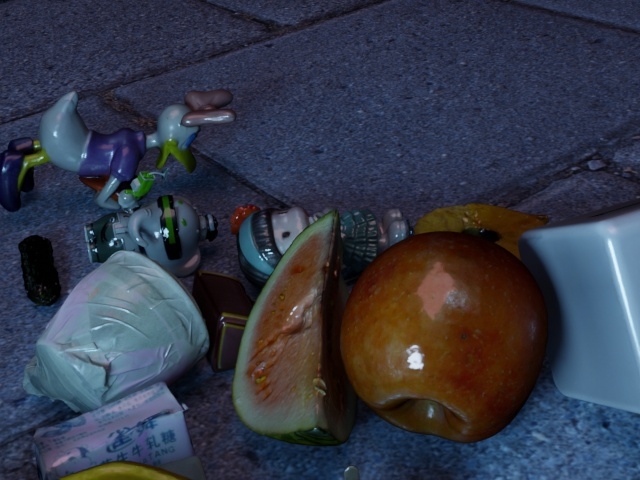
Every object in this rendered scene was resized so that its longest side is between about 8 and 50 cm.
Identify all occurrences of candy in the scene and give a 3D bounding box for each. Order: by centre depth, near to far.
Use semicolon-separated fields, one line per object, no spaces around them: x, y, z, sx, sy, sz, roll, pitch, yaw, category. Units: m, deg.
-0.214;0.220;0.929;0.160;0.092;0.073;-21;32;-25;candy

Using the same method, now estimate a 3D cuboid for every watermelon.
-0.001;0.131;1.006;0.159;0.128;0.304;-40;29;35;watermelon

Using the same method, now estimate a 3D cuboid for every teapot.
-0.260;0.110;1.054;0.221;0.163;0.178;20;47;36;teapot

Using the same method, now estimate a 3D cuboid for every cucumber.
-0.409;0.046;1.298;0.053;0.053;0.181;-15;34;-13;cucumber

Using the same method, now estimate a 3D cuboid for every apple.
0.131;0.100;0.943;0.218;0.218;0.201;5;58;19;apple

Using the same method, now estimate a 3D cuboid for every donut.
0.217;0.018;1.191;0.190;0.075;0.174;12;36;27;donut

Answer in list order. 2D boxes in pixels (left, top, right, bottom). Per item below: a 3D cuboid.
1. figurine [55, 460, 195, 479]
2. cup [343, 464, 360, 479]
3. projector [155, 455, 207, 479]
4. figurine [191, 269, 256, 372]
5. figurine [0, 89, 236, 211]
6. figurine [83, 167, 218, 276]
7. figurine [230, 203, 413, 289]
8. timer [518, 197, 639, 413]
-0.277;0.303;0.641;0.387;0.268;0.401;27;54;24;figurine
0.042;0.265;0.796;0.074;0.099;0.102;7;34;21;cup
-0.170;0.281;0.847;0.147;0.061;0.115;-15;31;-13;projector
-0.109;0.092;1.143;0.098;0.082;0.154;-3;28;-20;figurine
-0.347;-0.162;1.491;0.420;0.193;0.154;-6;27;-7;figurine
-0.244;-0.012;1.301;0.192;0.126;0.147;-8;66;-15;figurine
0.000;0.000;1.242;0.245;0.110;0.138;-5;29;-6;figurine
0.351;0.055;0.937;0.194;0.193;0.194;-15;1;-15;timer
